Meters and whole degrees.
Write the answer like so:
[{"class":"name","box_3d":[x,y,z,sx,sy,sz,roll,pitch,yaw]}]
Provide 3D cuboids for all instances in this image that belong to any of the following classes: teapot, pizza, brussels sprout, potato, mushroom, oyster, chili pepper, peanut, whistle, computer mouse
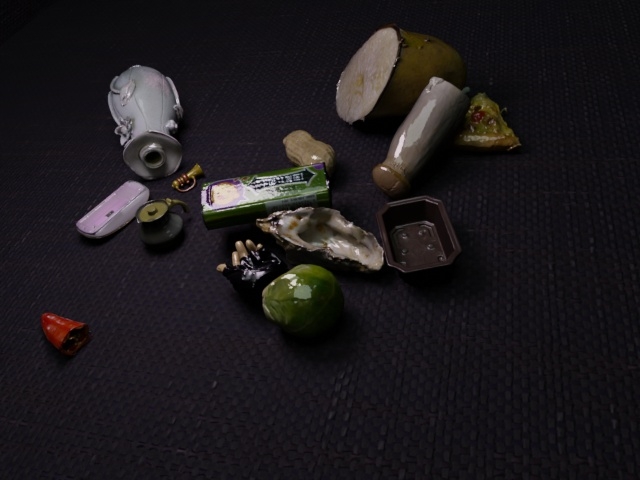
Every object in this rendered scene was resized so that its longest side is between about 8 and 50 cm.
[{"class":"teapot","box_3d":[-0.450,-0.059,1.557,0.130,0.119,0.166,25,56,32]},{"class":"pizza","box_3d":[0.471,-0.377,1.667,0.279,0.075,0.288,3,49,17]},{"class":"brussels sprout","box_3d":[-0.038,0.143,1.241,0.180,0.162,0.144,-22,6,12]},{"class":"potato","box_3d":[0.266,-0.486,1.736,0.295,0.397,0.290,11,61,-24]},{"class":"mushroom","box_3d":[0.292,-0.300,1.532,0.137,0.154,0.408,29,72,21]},{"class":"oyster","box_3d":[0.000,0.005,1.393,0.340,0.110,0.167,3,60,12]},{"class":"chili pepper","box_3d":[-0.665,0.222,1.381,0.168,0.065,0.088,20,53,34]},{"class":"peanut","box_3d":[-0.030,-0.261,1.660,0.123,0.124,0.257,-26,41,-11]},{"class":"whistle","box_3d":[-0.424,-0.193,1.751,0.109,0.057,0.046,-41,5,-13]},{"class":"computer mouse","box_3d":[-0.637,-0.091,1.680,0.125,0.056,0.245,20,54,29]}]

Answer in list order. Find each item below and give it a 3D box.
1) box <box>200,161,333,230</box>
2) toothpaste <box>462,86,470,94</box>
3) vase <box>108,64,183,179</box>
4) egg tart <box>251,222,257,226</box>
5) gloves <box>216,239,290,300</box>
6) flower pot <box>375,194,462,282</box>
[{"class":"box","box_3d":[-0.141,-0.118,1.457,0.345,0.097,0.134,-11,56,1]},{"class":"toothpaste","box_3d":[0.399,-0.449,1.787,0.216,0.037,0.062,-29,43,-8]},{"class":"vase","box_3d":[-0.592,-0.412,1.871,0.249,0.250,0.446,-19,49,-5]},{"class":"egg tart","box_3d":[-0.126,-0.088,1.537,0.191,0.074,0.191,-6,46,6]},{"class":"gloves","box_3d":[-0.170,0.073,1.365,0.164,0.124,0.203,-11,21,-23]},{"class":"flower pot","box_3d":[0.241,0.005,1.349,0.178,0.084,0.251,-11,44,4]}]
